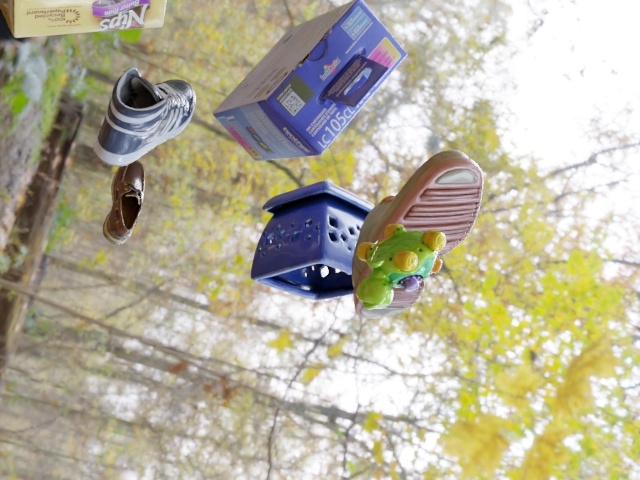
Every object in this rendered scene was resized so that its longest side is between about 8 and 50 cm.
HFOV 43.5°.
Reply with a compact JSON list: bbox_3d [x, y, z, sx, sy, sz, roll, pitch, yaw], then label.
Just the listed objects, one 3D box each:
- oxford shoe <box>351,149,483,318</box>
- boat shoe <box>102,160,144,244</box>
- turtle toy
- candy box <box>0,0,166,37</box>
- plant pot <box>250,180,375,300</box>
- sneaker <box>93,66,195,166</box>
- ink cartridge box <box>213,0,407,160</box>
[{"bbox_3d":[0.124,-0.027,1.250,0.397,0.141,0.146,119,-34,-51],"label":"oxford shoe"},{"bbox_3d":[-0.358,-0.079,1.512,0.060,0.064,0.177,-25,-131,43],"label":"boat shoe"},{"bbox_3d":[0.093,0.032,0.975,0.130,0.066,0.095,-34,-154,-28],"label":"turtle toy"},{"bbox_3d":[-0.197,-0.228,0.588,0.186,0.109,0.053,56,-36,30],"label":"candy box"},{"bbox_3d":[0.000,0.000,1.842,0.236,0.236,0.212,-15,-115,40],"label":"plant pot"},{"bbox_3d":[-0.297,-0.258,1.462,0.282,0.099,0.153,-54,177,-48],"label":"sneaker"},{"bbox_3d":[-0.020,-0.296,1.525,0.270,0.151,0.395,-50,-161,-13],"label":"ink cartridge box"}]
